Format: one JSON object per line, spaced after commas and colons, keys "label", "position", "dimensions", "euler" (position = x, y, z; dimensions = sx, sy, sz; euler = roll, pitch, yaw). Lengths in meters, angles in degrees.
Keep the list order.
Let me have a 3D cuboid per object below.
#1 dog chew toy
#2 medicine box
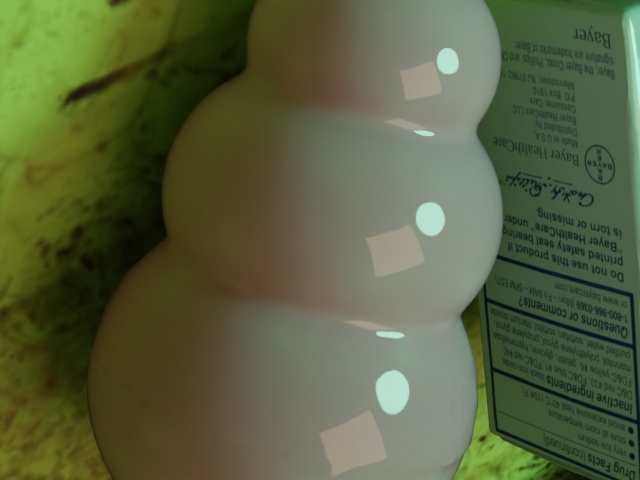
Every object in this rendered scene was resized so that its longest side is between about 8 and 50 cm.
{"label": "dog chew toy", "position": [0.000, 0.000, 0.973], "dimensions": [0.207, 0.207, 0.331], "euler": [2, 108, -43]}
{"label": "medicine box", "position": [0.232, -0.032, 1.131], "dimensions": [0.263, 0.149, 0.289], "euler": [-18, 112, -33]}
